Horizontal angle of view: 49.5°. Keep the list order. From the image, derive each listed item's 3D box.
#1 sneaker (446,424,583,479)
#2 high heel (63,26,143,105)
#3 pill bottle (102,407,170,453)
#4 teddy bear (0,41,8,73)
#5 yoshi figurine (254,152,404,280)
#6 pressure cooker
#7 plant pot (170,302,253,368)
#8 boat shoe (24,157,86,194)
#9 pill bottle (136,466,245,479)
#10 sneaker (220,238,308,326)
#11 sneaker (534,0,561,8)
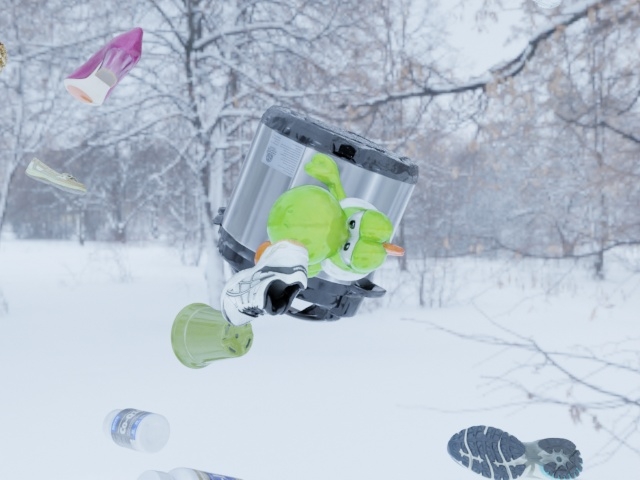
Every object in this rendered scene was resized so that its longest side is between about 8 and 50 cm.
[{"bbox_3d":[0.393,0.467,1.454,0.283,0.110,0.122,12,-33,-6],"label":"sneaker"},{"bbox_3d":[-0.422,-0.340,1.354,0.082,0.117,0.244,37,-24,-24],"label":"high heel"},{"bbox_3d":[-0.371,0.378,1.390,0.137,0.078,0.078,-3,-1,41],"label":"pill bottle"},{"bbox_3d":[-0.622,-0.422,1.137,0.338,0.113,0.245,40,-19,24],"label":"teddy bear"},{"bbox_3d":[-0.020,-0.019,1.051,0.203,0.203,0.362,-21,6,-17],"label":"yoshi figurine"},{"bbox_3d":[-0.028,-0.044,1.504,0.376,0.420,0.370,19,11,-18],"label":"pressure cooker"},{"bbox_3d":[-0.126,0.116,0.849,0.079,0.083,0.083,-7,-4,43],"label":"plant pot"},{"bbox_3d":[-0.615,-0.150,1.629,0.153,0.048,0.056,19,-12,11],"label":"boat shoe"},{"bbox_3d":[-0.205,0.426,1.115,0.112,0.112,0.187,1,-21,47],"label":"pill bottle"},{"bbox_3d":[-0.037,0.035,0.434,0.032,0.037,0.083,18,-47,-30],"label":"sneaker"},{"bbox_3d":[0.341,-0.481,1.209,0.090,0.232,0.115,-28,-31,1],"label":"sneaker"}]
